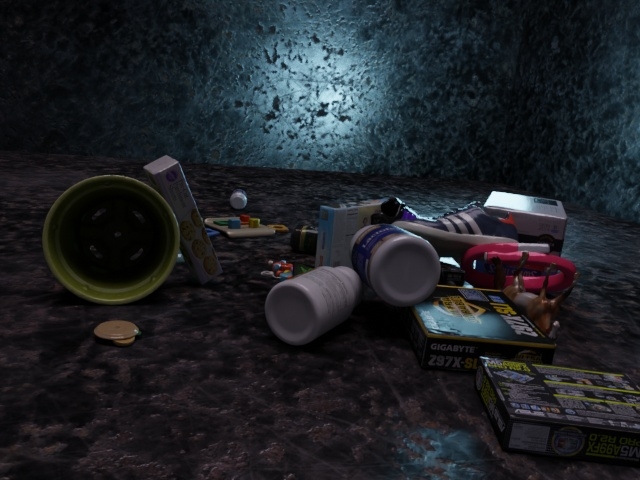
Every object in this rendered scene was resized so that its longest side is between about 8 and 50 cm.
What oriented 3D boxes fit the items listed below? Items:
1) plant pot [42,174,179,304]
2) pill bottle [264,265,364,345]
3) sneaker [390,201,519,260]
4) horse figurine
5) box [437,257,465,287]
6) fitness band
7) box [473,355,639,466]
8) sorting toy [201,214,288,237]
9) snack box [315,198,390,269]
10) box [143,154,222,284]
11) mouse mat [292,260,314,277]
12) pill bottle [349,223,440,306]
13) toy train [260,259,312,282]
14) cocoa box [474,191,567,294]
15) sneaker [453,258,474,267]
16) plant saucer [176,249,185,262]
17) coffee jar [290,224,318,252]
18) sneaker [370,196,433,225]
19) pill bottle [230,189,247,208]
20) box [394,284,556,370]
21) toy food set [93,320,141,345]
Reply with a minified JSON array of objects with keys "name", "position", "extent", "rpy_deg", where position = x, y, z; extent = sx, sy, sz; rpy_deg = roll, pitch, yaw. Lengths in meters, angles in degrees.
[{"name":"plant pot","position":[-0.474,-0.007,1.398],"extent":[0.275,0.276,0.254],"rpy_deg":[2,3,-17]},{"name":"pill bottle","position":[-0.003,0.124,1.266],"extent":[0.131,0.131,0.229],"rpy_deg":[13,15,27]},{"name":"sneaker","position":[0.362,-0.038,1.644],"extent":[0.349,0.148,0.131],"rpy_deg":[9,-26,-3]},{"name":"horse figurine","position":[0.488,0.123,1.415],"extent":[0.066,0.175,0.263],"rpy_deg":[15,9,-29]},{"name":"box","position":[0.279,0.092,1.632],"extent":[0.180,0.078,0.147],"rpy_deg":[5,14,-5]},{"name":"fitness band","position":[0.516,0.079,1.592],"extent":[0.290,0.054,0.209],"rpy_deg":[2,-29,19]},{"name":"box","position":[0.410,0.275,0.993],"extent":[0.269,0.060,0.216],"rpy_deg":[7,13,0]},{"name":"sorting toy","position":[-0.273,-0.058,2.056],"extent":[0.347,0.047,0.196],"rpy_deg":[-3,17,-35]},{"name":"snack box","position":[0.114,-0.018,1.776],"extent":[0.060,0.187,0.321],"rpy_deg":[15,16,38]},{"name":"box","position":[-0.316,-0.041,1.417],"extent":[0.067,0.324,0.063],"rpy_deg":[-33,39,-25]},{"name":"mouse mat","position":[0.001,0.109,1.471],"extent":[0.152,0.007,0.190],"rpy_deg":[24,14,-9]},{"name":"pill bottle","position":[0.153,0.044,1.360],"extent":[0.153,0.153,0.264],"rpy_deg":[3,8,-12]},{"name":"toy train","position":[-0.090,0.092,1.548],"extent":[0.125,0.046,0.166],"rpy_deg":[7,11,10]},{"name":"cocoa box","position":[0.608,-0.003,1.848],"extent":[0.231,0.228,0.347],"rpy_deg":[10,14,17]},{"name":"sneaker","position":[0.343,0.029,1.834],"extent":[0.281,0.115,0.105],"rpy_deg":[-1,15,-26]},{"name":"plant saucer","position":[-0.402,0.034,1.680],"extent":[0.119,0.021,0.119],"rpy_deg":[6,13,-1]},{"name":"coffee jar","position":[0.000,0.000,1.878],"extent":[0.184,0.079,0.096],"rpy_deg":[7,14,6]},{"name":"sneaker","position":[0.247,-0.061,1.786],"extent":[0.102,0.146,0.293],"rpy_deg":[-18,0,41]},{"name":"pill bottle","position":[-0.326,-0.161,2.408],"extent":[0.067,0.067,0.120],"rpy_deg":[5,14,-7]},{"name":"box","position":[0.313,0.180,1.298],"extent":[0.256,0.080,0.322],"rpy_deg":[7,14,-4]},{"name":"toy food set","position":[-0.381,0.172,1.137],"extent":[0.083,0.020,0.082],"rpy_deg":[7,14,4]}]
